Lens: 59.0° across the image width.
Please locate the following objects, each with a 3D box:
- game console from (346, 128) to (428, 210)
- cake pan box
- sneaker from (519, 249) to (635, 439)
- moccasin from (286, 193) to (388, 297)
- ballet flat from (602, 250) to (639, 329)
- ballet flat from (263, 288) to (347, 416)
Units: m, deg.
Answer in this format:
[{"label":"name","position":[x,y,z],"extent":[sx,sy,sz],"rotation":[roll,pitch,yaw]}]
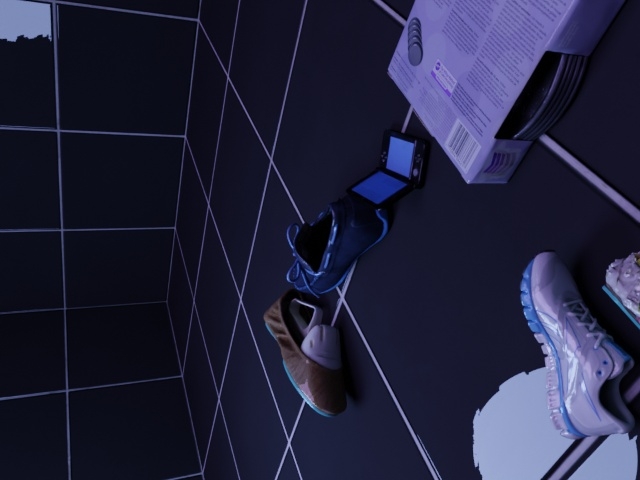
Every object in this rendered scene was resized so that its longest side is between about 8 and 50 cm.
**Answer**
[{"label":"game console","position":[0.099,-0.112,0.872],"extent":[0.122,0.071,0.107],"rotation":[-141,53,-58]},{"label":"cake pan box","position":[0.193,-0.235,0.664],"extent":[0.246,0.070,0.267],"rotation":[109,149,-42]},{"label":"sneaker","position":[0.260,0.098,0.554],"extent":[0.083,0.071,0.191],"rotation":[-24,78,57]},{"label":"moccasin","position":[0.000,0.000,1.044],"extent":[0.342,0.116,0.138],"rotation":[125,137,-53]},{"label":"ballet flat","position":[0.311,0.092,0.418],"extent":[0.077,0.091,0.241],"rotation":[-46,50,24]},{"label":"ballet flat","position":[-0.022,0.202,1.151],"extent":[0.124,0.116,0.342],"rotation":[-63,28,14]}]
